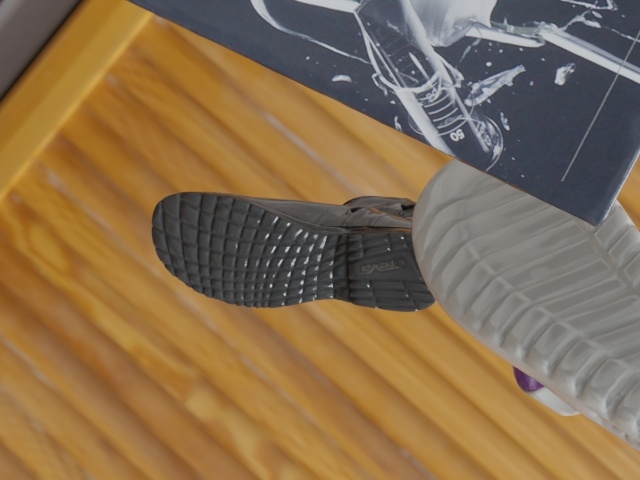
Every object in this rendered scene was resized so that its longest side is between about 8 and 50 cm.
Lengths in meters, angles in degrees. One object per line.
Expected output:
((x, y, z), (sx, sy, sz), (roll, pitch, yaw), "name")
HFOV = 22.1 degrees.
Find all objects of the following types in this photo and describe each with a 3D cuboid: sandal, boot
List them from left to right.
((0.000, 0.000, 1.808), (0.338, 0.118, 0.223), (12, 16, 10), "boot")
((0.209, 0.071, 1.282), (0.416, 0.169, 0.102), (48, -16, 43), "sandal")

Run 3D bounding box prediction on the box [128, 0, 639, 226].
((0.099, -0.241, 0.916), (0.313, 0.343, 0.179), (25, 23, 3), "box")
